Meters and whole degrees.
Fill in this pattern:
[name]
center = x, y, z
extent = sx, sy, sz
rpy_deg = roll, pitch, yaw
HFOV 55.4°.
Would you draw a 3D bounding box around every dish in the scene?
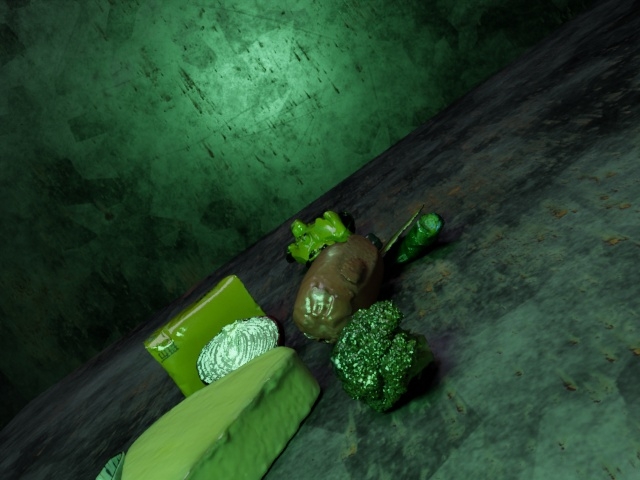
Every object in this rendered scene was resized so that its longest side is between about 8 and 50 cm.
[dish]
center = -0.383, 0.475, 1.081
extent = 0.191, 0.066, 0.191
rpy_deg = -49, 15, 18

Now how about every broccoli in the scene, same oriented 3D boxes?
[broccoli]
center = 0.084, 0.162, 0.849
extent = 0.137, 0.146, 0.162
rpy_deg = -6, -17, -15

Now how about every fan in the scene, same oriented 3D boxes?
[fan]
center = 0.166, -0.001, 1.426
extent = 0.229, 0.011, 0.335
rpy_deg = -49, -4, 12

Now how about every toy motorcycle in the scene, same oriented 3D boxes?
[toy motorcycle]
center = -0.002, -0.002, 1.788
extent = 0.206, 0.142, 0.342
rpy_deg = -37, 12, -12

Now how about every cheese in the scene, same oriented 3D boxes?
[cheese]
center = -0.207, 0.348, 1.017
extent = 0.384, 0.104, 0.384
rpy_deg = -35, 10, 8

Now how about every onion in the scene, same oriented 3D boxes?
[onion]
center = -0.157, 0.254, 1.303
extent = 0.205, 0.151, 0.098
rpy_deg = -24, -22, 5

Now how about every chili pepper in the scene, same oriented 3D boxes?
[chili pepper]
center = 0.198, 0.006, 1.305
extent = 0.098, 0.061, 0.224
rpy_deg = -46, -6, -28

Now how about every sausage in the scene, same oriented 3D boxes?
[sausage]
center = 0.039, 0.094, 1.193
extent = 0.152, 0.152, 0.280
rpy_deg = -30, 15, 30

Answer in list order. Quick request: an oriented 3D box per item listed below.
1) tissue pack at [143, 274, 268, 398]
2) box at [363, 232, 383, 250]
[tissue pack]
center = -0.257, 0.232, 1.450
extent = 0.271, 0.192, 0.134
rpy_deg = -40, 10, -13
[box]
center = 0.041, 0.081, 1.407
extent = 0.230, 0.050, 0.160
rpy_deg = -44, -2, -13
